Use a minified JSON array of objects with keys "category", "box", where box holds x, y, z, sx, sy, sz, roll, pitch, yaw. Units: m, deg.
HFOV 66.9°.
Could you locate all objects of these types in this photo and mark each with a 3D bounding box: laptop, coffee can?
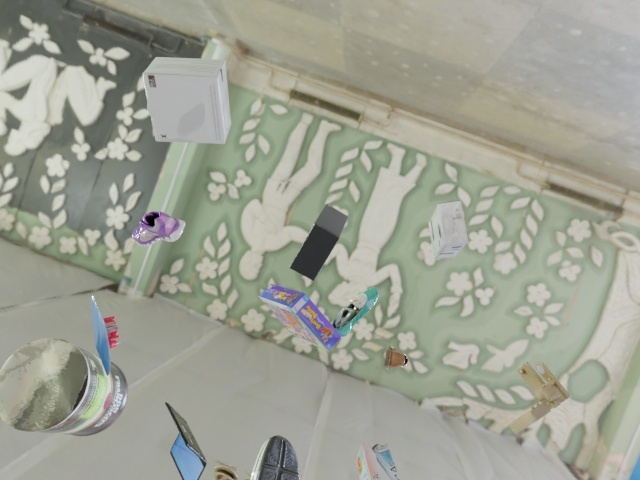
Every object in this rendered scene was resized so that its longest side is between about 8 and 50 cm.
[{"category":"laptop","box":[-0.555,0.810,1.891,0.234,0.136,0.264,37,157,44]},{"category":"coffee can","box":[-0.616,0.366,1.183,0.201,0.202,0.275,21,157,7]}]

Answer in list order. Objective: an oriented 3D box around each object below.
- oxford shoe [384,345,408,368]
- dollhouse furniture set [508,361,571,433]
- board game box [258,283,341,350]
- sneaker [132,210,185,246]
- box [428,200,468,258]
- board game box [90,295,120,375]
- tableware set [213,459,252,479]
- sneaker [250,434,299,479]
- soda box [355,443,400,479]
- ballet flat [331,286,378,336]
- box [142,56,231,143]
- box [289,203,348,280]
[{"category":"oxford shoe","box":[0.256,0.402,1.633,0.076,0.076,0.212,7,174,10]},{"category":"dollhouse furniture set","box":[0.519,0.382,1.218,0.151,0.144,0.123,-21,-120,-23]},{"category":"board game box","box":[-0.089,0.295,1.907,0.233,0.078,0.347,51,160,-17]},{"category":"sneaker","box":[-0.554,-0.048,1.594,0.236,0.095,0.104,-8,144,37]},{"category":"box","box":[0.499,-0.033,1.916,0.087,0.169,0.290,-8,168,4]},{"category":"board game box","box":[-0.441,0.194,1.005,0.033,0.133,0.168,-9,-151,-33]},{"category":"tableware set","box":[-0.270,0.804,1.599,0.194,0.128,0.039,15,-142,12]},{"category":"sneaker","box":[-0.218,0.798,1.390,0.257,0.448,0.169,-23,133,36]},{"category":"soda box","box":[0.122,0.490,0.940,0.063,0.058,0.183,5,-150,-15]},{"category":"ballet flat","box":[0.133,0.276,1.924,0.087,0.247,0.083,36,-175,-38]},{"category":"box","box":[-0.326,-0.350,1.216,0.181,0.181,0.119,3,-139,0]},{"category":"box","box":[0.000,0.000,1.692,0.103,0.184,0.261,28,-159,0]}]
